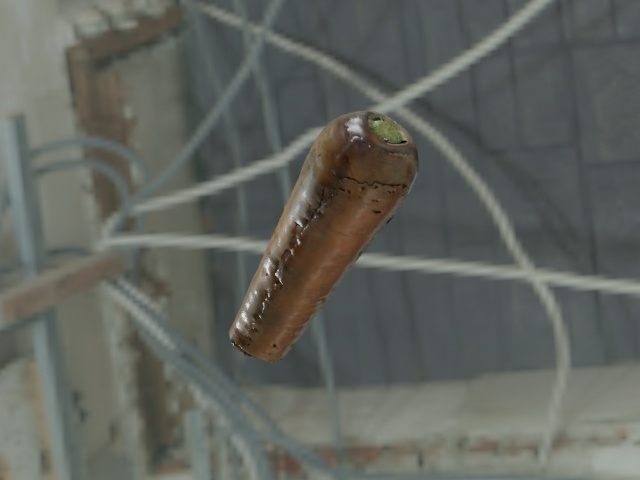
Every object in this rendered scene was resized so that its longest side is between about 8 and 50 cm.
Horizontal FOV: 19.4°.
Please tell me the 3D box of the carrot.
[{"bbox_3d":[0.000,0.000,0.978,0.161,0.055,0.055,-60,3,37],"label":"carrot"}]
